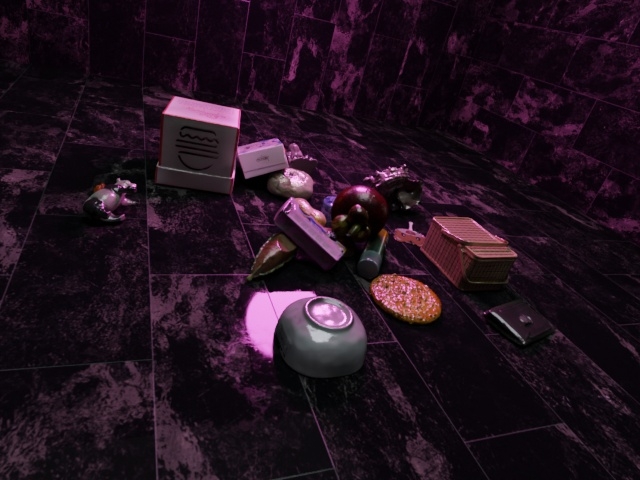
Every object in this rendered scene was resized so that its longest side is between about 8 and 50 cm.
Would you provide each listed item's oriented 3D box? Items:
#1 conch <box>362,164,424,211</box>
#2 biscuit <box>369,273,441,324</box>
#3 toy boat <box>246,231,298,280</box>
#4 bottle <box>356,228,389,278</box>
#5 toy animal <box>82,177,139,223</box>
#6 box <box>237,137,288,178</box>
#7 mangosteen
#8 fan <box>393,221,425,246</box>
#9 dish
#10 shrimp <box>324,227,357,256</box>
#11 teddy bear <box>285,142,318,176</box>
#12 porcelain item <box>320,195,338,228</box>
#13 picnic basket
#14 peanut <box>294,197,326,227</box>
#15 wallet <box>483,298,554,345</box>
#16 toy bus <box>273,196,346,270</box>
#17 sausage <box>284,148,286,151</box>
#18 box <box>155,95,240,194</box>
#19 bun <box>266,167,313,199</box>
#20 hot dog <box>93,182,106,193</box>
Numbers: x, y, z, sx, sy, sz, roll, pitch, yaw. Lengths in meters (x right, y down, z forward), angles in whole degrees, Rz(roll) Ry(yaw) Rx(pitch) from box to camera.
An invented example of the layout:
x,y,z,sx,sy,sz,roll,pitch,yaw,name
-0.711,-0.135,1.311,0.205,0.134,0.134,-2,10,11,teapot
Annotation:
x,y,z,sx,sy,sz,roll,pitch,yaw,name
0.365,-0.265,2.122,0.313,0.240,0.186,22,40,-16,conch
0.286,0.188,1.465,0.254,0.035,0.254,12,27,-6,biscuit
-0.147,0.041,1.458,0.108,0.099,0.293,44,30,-1,toy boat
0.199,0.043,1.636,0.082,0.082,0.286,19,28,7,bottle
-0.698,-0.137,1.481,0.121,0.093,0.225,19,46,7,toy animal
-0.271,-0.386,2.024,0.203,0.116,0.274,-16,21,-5,box
0.131,-0.084,1.611,0.215,0.215,0.257,22,41,12,mangosteen
0.399,-0.034,1.952,0.153,0.008,0.226,16,29,3,fan
0.009,0.233,1.158,0.257,0.117,0.256,13,28,-7,dish
0.000,-0.001,1.642,0.295,0.062,0.154,11,34,-12,shrimp
-0.146,-0.410,2.230,0.171,0.144,0.251,-18,37,-24,teddy bear
0.072,-0.113,1.822,0.147,0.114,0.147,13,27,-7,porcelain item
0.583,0.043,1.727,0.228,0.175,0.312,1,32,-26,picnic basket
-0.057,-0.108,1.778,0.087,0.087,0.207,-15,41,-43,peanut
0.687,0.274,1.501,0.245,0.052,0.168,-7,38,-39,wallet
-0.039,-0.023,1.520,0.274,0.090,0.112,42,31,-2,toy bus
-0.202,-0.479,2.425,0.039,0.041,0.131,-1,32,-18,sausage
-0.510,-0.408,1.868,0.315,0.299,0.312,8,28,-13,box
-0.131,-0.264,1.997,0.222,0.108,0.221,12,28,-7,bun
-0.776,-0.165,1.571,0.062,0.038,0.144,-6,35,-32,hot dog
